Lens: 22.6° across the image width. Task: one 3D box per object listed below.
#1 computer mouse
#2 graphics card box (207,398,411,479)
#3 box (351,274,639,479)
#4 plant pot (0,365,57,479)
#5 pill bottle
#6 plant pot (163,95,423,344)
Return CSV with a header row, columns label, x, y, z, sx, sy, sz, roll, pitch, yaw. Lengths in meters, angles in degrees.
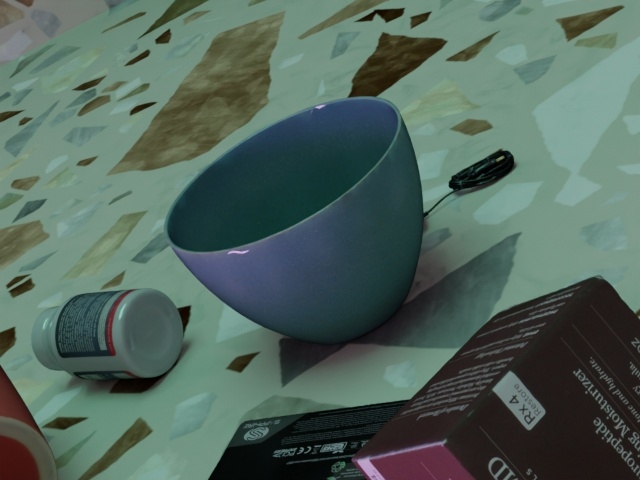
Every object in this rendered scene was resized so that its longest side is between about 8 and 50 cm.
label,x,y,z,sx,sy,sz,roll,pitch,yaw
computer mouse,0.126,-0.047,1.929,0.242,0.041,0.071,-33,24,-10
graphics card box,-0.033,0.296,1.391,0.233,0.094,0.371,-13,31,33
box,0.173,0.164,1.282,0.203,0.168,0.167,-43,7,-27
plant pot,-0.427,0.235,1.752,0.275,0.275,0.243,-38,36,-18
pill bottle,-0.265,0.116,1.957,0.180,0.108,0.108,-5,34,40
plant pot,0.000,0.000,1.790,0.290,0.195,0.290,-24,26,12
